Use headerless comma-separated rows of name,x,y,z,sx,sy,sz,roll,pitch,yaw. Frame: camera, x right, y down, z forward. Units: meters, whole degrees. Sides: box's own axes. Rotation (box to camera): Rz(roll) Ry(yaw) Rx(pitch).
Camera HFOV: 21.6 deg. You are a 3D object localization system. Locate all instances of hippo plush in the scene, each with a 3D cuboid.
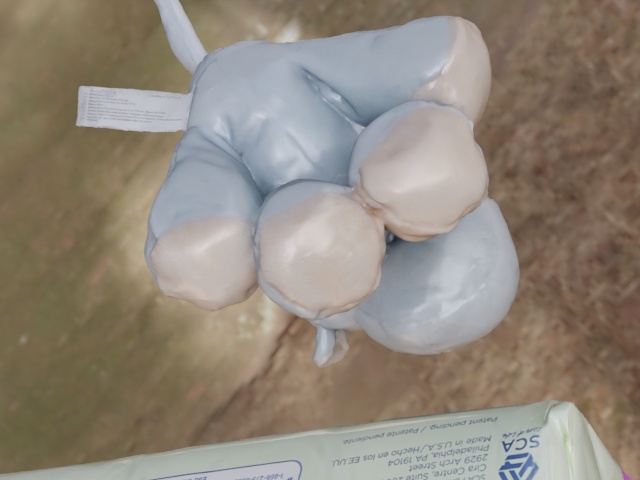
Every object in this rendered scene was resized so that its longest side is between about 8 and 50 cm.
hippo plush,0.000,0.000,1.097,0.294,0.236,0.234,8,54,32

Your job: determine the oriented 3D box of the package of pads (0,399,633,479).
package of pads,0.030,0.164,0.557,0.229,0.296,0.101,-12,54,27
